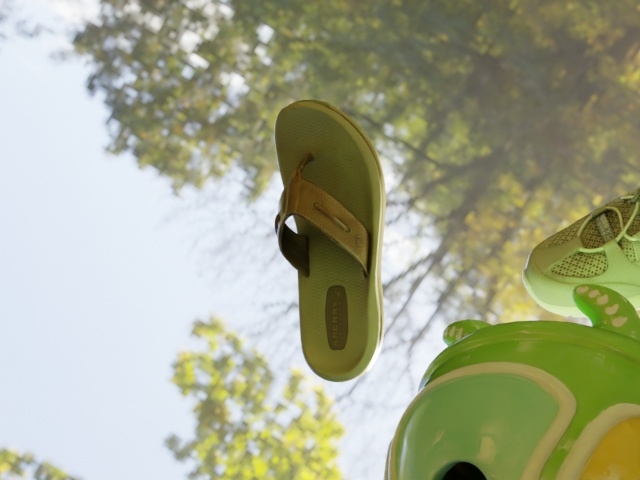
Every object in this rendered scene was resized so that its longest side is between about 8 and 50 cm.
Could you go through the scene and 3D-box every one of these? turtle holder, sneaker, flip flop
[{"bbox_3d":[0.199,0.197,1.061,0.320,0.243,0.227,10,-138,23],"label":"turtle holder"},{"bbox_3d":[0.289,-0.037,1.164,0.115,0.281,0.105,57,-171,-39],"label":"sneaker"},{"bbox_3d":[0.000,0.000,1.362,0.112,0.277,0.080,-4,178,33],"label":"flip flop"}]
